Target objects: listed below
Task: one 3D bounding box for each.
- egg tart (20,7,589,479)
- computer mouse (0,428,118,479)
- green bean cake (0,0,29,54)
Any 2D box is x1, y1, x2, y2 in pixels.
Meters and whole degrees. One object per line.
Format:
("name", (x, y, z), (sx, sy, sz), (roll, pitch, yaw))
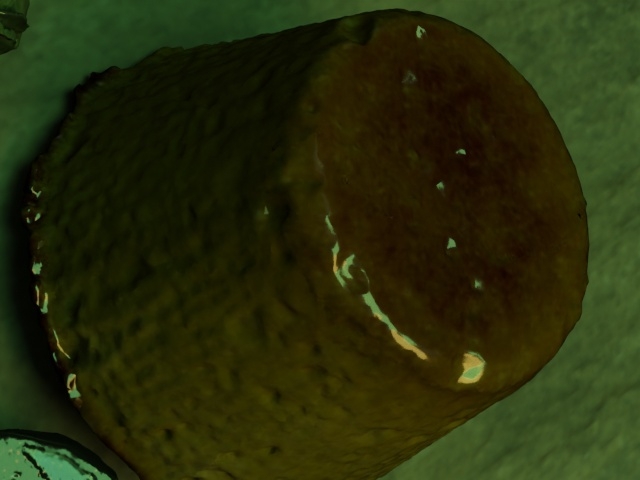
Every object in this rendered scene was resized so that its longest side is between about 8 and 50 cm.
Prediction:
("egg tart", (0.000, 0.000, 0.746), (0.215, 0.171, 0.215), (16, 63, -35))
("computer mouse", (-0.138, 0.122, 0.703), (0.135, 0.047, 0.079), (-26, 93, -26))
("green bean cake", (-0.197, -0.105, 0.577), (0.181, 0.173, 0.094), (18, 75, -42))
